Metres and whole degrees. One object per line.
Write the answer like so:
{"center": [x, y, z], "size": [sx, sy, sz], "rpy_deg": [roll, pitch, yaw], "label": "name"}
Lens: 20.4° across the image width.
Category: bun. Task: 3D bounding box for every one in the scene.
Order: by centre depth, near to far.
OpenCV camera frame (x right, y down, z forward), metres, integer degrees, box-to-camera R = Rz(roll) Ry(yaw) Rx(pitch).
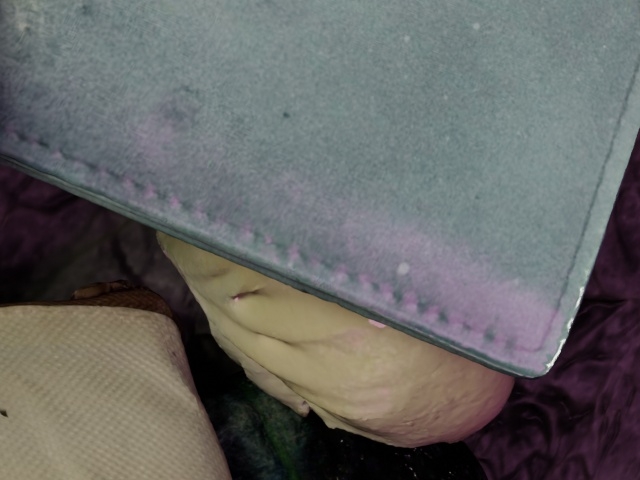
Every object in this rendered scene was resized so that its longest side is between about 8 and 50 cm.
{"center": [0.000, 0.000, 0.742], "size": [0.128, 0.178, 0.193], "rpy_deg": [-20, 96, -4], "label": "bun"}

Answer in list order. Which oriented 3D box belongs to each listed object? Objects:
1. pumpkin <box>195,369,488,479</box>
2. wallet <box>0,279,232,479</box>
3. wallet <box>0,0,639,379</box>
{"center": [-0.018, 0.169, 0.827], "size": [0.233, 0.163, 0.233], "rpy_deg": [-12, 120, -21], "label": "pumpkin"}
{"center": [-0.168, 0.106, 0.631], "size": [0.335, 0.275, 0.068], "rpy_deg": [0, 125, -26], "label": "wallet"}
{"center": [0.020, -0.123, 0.647], "size": [0.251, 0.054, 0.290], "rpy_deg": [21, 74, -5], "label": "wallet"}
